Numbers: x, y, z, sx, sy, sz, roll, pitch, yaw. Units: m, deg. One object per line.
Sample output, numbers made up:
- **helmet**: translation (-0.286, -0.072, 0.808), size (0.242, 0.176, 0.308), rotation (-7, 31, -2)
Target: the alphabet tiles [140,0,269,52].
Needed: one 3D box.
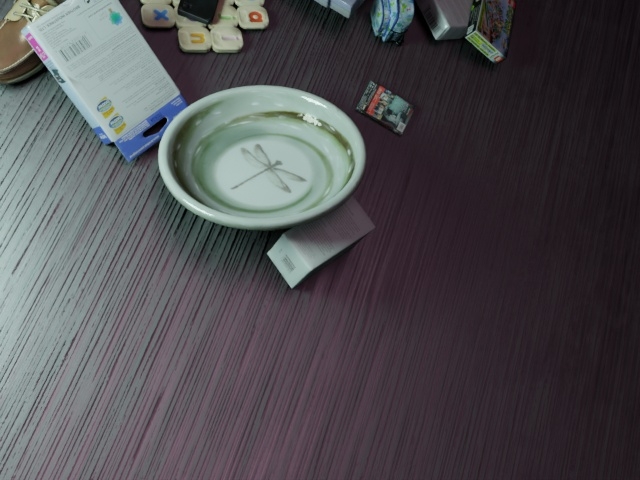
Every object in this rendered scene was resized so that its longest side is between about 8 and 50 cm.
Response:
- **alphabet tiles**: translation (-0.261, -0.538, 1.728), size (0.278, 0.021, 0.284), rotation (-6, 71, -20)

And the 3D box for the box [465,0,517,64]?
- **box**: translation (0.418, -0.540, 1.911), size (0.114, 0.036, 0.206), rotation (33, 55, -25)

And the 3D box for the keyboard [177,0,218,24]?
- **keyboard**: translation (-0.270, -0.559, 1.709), size (0.108, 0.023, 0.180), rotation (19, 64, -18)

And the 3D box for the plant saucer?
- **plant saucer**: translation (-0.112, -0.146, 1.538), size (0.401, 0.100, 0.400), rotation (2, 48, -2)

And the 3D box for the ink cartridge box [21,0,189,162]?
- **ink cartridge box**: translation (-0.408, -0.325, 1.531), size (0.186, 0.065, 0.311), rotation (-44, 111, -26)

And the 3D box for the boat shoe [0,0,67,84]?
- **boat shoe**: translation (-0.556, -0.442, 1.538), size (0.123, 0.116, 0.324), rotation (31, 63, -2)

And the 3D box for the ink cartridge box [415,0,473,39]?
- **ink cartridge box**: translation (0.330, -0.591, 1.936), size (0.232, 0.066, 0.189), rotation (-14, 74, -45)

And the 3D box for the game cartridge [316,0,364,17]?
- **game cartridge**: translation (-0.021, -0.677, 1.794), size (0.355, 0.068, 0.230), rotation (33, 65, 8)

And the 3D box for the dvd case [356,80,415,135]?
- **dvd case**: translation (0.149, -0.299, 1.773), size (0.120, 0.013, 0.087), rotation (28, 64, -5)

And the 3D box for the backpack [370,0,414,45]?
- **backpack**: translation (0.167, -0.524, 1.809), size (0.084, 0.114, 0.104), rotation (-1, 71, -19)

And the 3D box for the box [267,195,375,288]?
- **box**: translation (0.000, 0.000, 1.542), size (0.170, 0.130, 0.091), rotation (-34, 84, -27)
